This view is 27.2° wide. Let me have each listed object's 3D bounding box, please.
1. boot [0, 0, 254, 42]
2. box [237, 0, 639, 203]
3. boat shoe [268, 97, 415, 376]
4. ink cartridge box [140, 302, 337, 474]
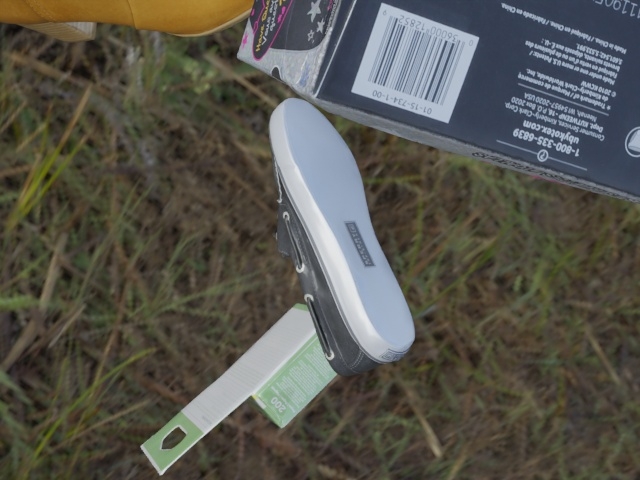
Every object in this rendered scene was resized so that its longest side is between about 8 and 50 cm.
[{"bbox_3d":[-0.172,-0.226,0.987,0.211,0.295,0.104,22,63,-56],"label":"boot"},{"bbox_3d":[0.103,-0.128,0.730,0.247,0.142,0.163,15,101,-23],"label":"box"},{"bbox_3d":[0.000,0.000,1.037,0.080,0.076,0.228,-3,64,-52],"label":"boat shoe"},{"bbox_3d":[-0.073,0.162,1.370,0.235,0.171,0.056,-44,100,-10],"label":"ink cartridge box"}]
